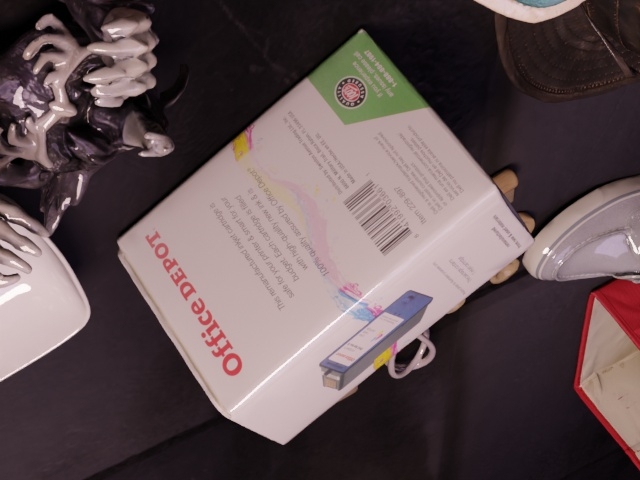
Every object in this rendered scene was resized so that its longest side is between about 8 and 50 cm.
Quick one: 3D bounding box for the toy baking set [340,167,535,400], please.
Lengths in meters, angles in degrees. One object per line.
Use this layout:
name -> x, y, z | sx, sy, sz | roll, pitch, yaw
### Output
toy baking set -> 0.077, 0.047, 1.167 | 0.256, 0.030, 0.197 | -43, 148, 12

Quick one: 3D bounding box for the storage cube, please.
storage cube -> 0.383, 0.119, 1.409 | 0.193, 0.184, 0.215 | -27, 147, -15

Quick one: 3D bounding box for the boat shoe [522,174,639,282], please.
boat shoe -> 0.281, -0.006, 1.242 | 0.227, 0.081, 0.079 | -20, 145, -24

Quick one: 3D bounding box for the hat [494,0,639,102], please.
hat -> 0.258, -0.175, 0.895 | 0.331, 0.134, 0.331 | -24, 147, -17

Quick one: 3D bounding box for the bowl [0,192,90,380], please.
bowl -> -0.218, 0.032, 0.846 | 0.142, 0.053, 0.142 | -31, 149, -7

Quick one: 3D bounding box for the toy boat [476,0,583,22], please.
toy boat -> 0.046, -0.217, 0.625 | 0.318, 0.148, 0.267 | -10, 111, -17

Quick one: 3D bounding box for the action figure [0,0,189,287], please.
action figure -> -0.153, -0.062, 0.703 | 0.275, 0.141, 0.164 | 5, 119, -45

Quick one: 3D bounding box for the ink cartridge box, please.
ink cartridge box -> 0.000, 0.000, 0.912 | 0.212, 0.154, 0.093 | -40, 149, 5
